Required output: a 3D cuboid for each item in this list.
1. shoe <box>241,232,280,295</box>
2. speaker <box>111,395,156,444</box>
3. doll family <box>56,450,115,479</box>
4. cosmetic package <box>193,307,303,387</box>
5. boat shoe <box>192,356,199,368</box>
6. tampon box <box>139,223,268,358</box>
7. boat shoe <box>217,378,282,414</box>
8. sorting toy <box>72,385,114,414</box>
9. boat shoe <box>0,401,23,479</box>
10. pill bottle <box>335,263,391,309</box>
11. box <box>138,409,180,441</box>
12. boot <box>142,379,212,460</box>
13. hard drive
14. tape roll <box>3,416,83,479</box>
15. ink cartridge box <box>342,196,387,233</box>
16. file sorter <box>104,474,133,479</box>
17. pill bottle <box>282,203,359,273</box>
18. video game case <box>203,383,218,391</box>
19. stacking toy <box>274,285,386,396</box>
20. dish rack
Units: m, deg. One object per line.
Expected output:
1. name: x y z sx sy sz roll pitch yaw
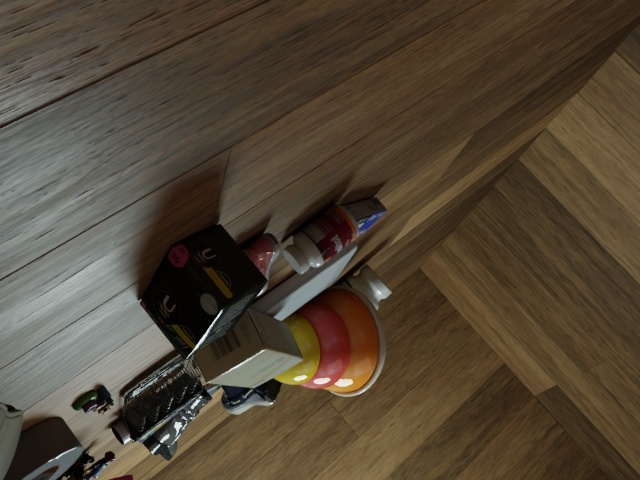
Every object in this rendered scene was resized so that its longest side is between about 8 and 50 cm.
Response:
1. shoe: -0.137 0.060 1.340 0.081 0.063 0.178 -31 159 -38
2. speaker: -0.444 0.440 1.777 0.136 0.055 0.055 -34 167 -33
3. doll family: -0.581 0.561 1.753 0.111 0.076 0.193 -52 170 26
4. cosmetic package: -0.166 0.257 1.695 0.160 0.113 0.309 -31 160 7
5. boat shoe: -0.277 0.288 1.784 0.038 0.046 0.125 -54 172 32
6. tampon box: -0.180 0.079 1.102 0.101 0.120 0.161 -31 165 -45
7. boat shoe: -0.262 0.448 2.261 0.340 0.158 0.127 -30 -149 51
8. sorting toy: -0.426 0.314 1.383 0.061 0.042 0.102 -42 169 2
9. boat shoe: -0.469 0.260 0.966 0.335 0.095 0.112 126 -19 -62
10. pill bottle: 0.100 0.221 2.490 0.278 0.162 0.162 -41 169 2
11. box: -0.418 0.448 1.878 0.169 0.059 0.054 -38 168 -14
12. boot: -0.399 0.512 2.076 0.222 0.118 0.338 -44 174 -14
13. hard drive: -0.069 0.141 1.907 0.353 0.047 0.233 -34 167 -31
14. tape roll: -0.546 0.421 1.316 0.219 0.072 0.219 -38 169 -9
15. ink cartridge box: 0.072 -0.044 1.672 0.097 0.046 0.207 -45 169 25
16. file sorter: -0.577 0.681 1.655 0.290 0.182 0.202 -4 150 -27
17. pill bottle: 0.000 0.000 1.494 0.152 0.086 0.086 -38 168 -16
18. video game case: -0.402 0.515 2.291 0.173 0.022 0.190 -45 168 20
19. stacking toy: -0.070 0.317 2.158 0.479 0.351 0.350 0 141 -45
20. dish rack: -0.362 0.350 1.662 0.208 0.074 0.271 -36 168 -29
